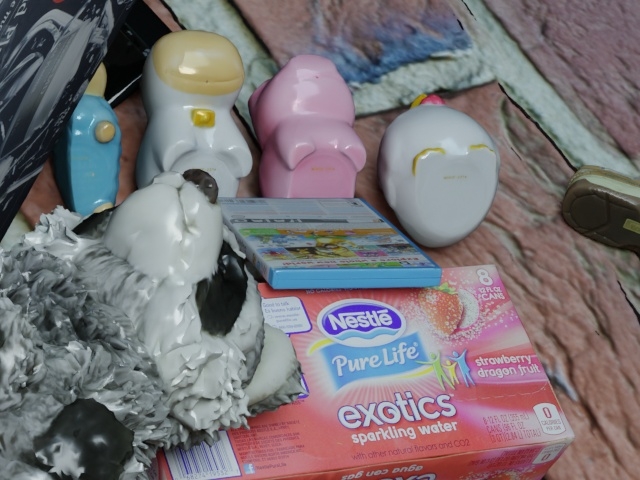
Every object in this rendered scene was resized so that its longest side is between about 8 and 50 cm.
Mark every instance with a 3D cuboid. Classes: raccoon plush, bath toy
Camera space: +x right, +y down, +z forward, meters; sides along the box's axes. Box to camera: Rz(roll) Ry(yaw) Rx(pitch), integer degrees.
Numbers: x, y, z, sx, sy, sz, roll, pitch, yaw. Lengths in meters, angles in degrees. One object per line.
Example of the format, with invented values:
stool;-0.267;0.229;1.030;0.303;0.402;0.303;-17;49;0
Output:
raccoon plush;-0.218;0.129;1.129;0.216;0.446;0.299;56;19;14
bath toy;-0.032;-0.077;1.491;0.348;0.151;0.129;5;16;-22

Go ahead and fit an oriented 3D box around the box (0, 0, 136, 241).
box;-0.255;-0.129;1.204;0.179;0.343;0.312;33;18;2

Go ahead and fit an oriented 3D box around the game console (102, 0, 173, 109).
game console;-0.172;-0.157;1.561;0.107;0.071;0.122;-40;73;-10

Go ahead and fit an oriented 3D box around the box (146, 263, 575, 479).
box;-0.006;0.123;1.320;0.300;0.142;0.154;-5;56;-28

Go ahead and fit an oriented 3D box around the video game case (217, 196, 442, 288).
video game case;0.000;0.000;1.361;0.119;0.015;0.166;0;17;-19

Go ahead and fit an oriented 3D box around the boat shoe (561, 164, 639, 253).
boat shoe;0.295;-0.014;1.628;0.190;0.068;0.072;29;35;0
